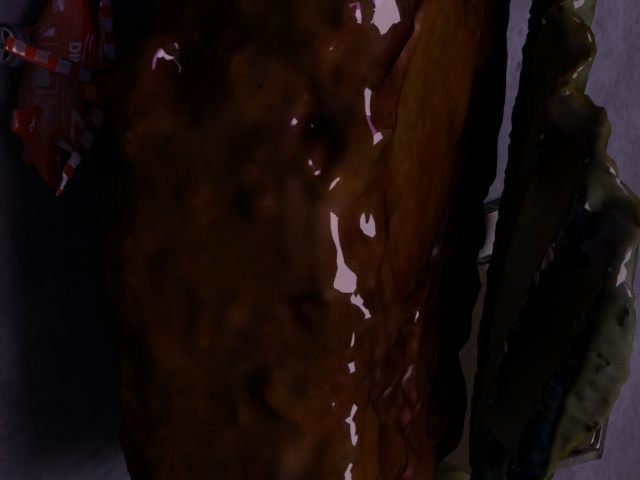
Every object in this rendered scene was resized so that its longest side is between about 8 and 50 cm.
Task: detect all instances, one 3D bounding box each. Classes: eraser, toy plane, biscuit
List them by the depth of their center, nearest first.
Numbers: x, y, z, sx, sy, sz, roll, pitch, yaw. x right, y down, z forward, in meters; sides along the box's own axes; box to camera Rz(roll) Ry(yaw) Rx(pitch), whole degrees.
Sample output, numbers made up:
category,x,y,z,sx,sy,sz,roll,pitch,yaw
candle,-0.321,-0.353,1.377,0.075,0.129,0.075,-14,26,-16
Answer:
category,x,y,z,sx,sy,sz,roll,pitch,yaw
toy plane,-0.140,-0.126,0.861,0.126,0.077,0.194,-31,118,-46
biscuit,0.000,0.000,0.935,0.343,0.166,0.395,-35,132,-66
eraser,0.147,-0.014,1.304,0.083,0.019,0.038,-20,117,-47

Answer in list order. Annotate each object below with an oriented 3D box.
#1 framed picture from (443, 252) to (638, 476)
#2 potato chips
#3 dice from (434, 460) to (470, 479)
category,x,y,z,sx,sy,sz,roll,pitch,yaw
framed picture,0.189,0.111,1.406,0.289,0.016,0.213,-4,106,-51
potato chips,0.145,-0.004,1.040,0.429,0.070,0.358,93,3,-50
dice,0.044,0.256,1.151,0.169,0.169,0.166,-50,137,-27
